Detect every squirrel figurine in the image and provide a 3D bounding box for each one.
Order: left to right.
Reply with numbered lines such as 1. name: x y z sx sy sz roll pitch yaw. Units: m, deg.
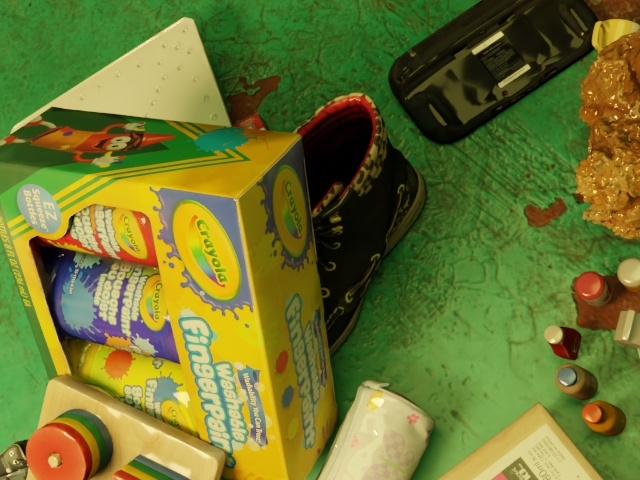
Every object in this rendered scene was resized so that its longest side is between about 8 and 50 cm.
1. squirrel figurine: 0.535 -0.126 1.161 0.397 0.281 0.370 -22 79 29

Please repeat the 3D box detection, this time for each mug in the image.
1. mug: 0.430 -0.286 1.325 0.078 0.062 0.064 14 83 -2

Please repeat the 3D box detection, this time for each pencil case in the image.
1. pencil case: 0.044 0.322 1.182 0.124 0.113 0.273 33 79 -13

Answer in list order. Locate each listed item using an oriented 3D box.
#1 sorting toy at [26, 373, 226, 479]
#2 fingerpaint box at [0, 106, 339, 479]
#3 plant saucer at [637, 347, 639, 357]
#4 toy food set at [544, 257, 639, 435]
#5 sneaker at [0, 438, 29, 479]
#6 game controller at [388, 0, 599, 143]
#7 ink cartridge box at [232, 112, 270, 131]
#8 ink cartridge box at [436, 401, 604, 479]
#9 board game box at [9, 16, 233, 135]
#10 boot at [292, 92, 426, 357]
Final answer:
1. sorting toy: -0.280 0.344 1.147 0.255 0.089 0.257 22 108 15
2. fingerpaint box: -0.191 0.079 1.140 0.371 0.445 0.163 10 36 24
3. plant saucer: 0.508 0.125 1.151 0.195 0.037 0.195 -12 67 30
4. toy food set: 0.357 0.125 1.158 0.111 0.104 0.232 13 82 33
5. sneaker: -0.381 0.357 1.306 0.226 0.086 0.163 -20 69 9
6. game controller: 0.266 -0.286 1.381 0.319 0.067 0.166 -34 80 2
7. ink cartridge box: -0.110 -0.118 1.418 0.099 0.056 0.135 -27 65 4
8. ink cartridge box: 0.275 0.355 1.122 0.193 0.088 0.235 -38 66 -1
9. board game box: -0.301 -0.105 1.436 0.390 0.050 0.390 -28 65 16
10. boot: 0.000 0.000 1.218 0.138 0.284 0.377 34 82 24
